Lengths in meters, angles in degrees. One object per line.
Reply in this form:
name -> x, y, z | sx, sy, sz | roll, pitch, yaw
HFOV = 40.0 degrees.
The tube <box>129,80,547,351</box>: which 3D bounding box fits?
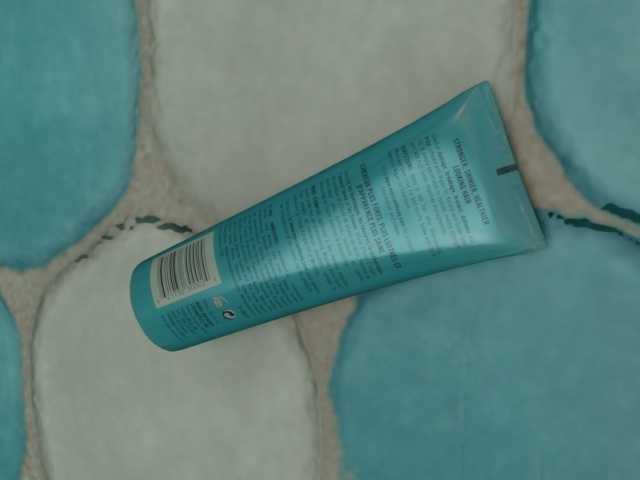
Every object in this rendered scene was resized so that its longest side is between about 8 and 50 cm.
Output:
tube -> 0.000, 0.000, 0.434 | 0.207, 0.052, 0.080 | -22, 89, 24
